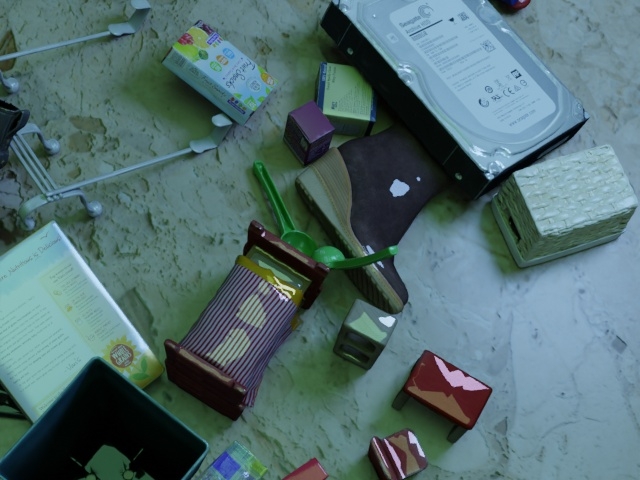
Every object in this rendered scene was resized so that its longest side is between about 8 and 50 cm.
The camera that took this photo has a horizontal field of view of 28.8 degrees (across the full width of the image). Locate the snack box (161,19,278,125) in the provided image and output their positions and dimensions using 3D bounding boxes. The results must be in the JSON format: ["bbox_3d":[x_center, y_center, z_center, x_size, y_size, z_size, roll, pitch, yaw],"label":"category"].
[{"bbox_3d":[-0.137,-0.231,1.709,0.141,0.037,0.100,38,37,-6],"label":"snack box"}]

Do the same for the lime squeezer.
[{"bbox_3d":[0.000,0.000,1.623,0.058,0.310,0.110,9,106,-40],"label":"lime squeezer"}]

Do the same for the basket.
[{"bbox_3d":[0.335,-0.049,1.702,0.167,0.103,0.113,-17,71,-13],"label":"basket"}]

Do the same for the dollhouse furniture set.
[{"bbox_3d":[0.014,0.166,1.549,0.374,0.152,0.201,30,68,5],"label":"dollhouse furniture set"}]

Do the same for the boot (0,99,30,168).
[{"bbox_3d":[-0.494,-0.102,1.549,0.262,0.091,0.229,15,105,9],"label":"boot"}]

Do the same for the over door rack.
[{"bbox_3d":[-0.316,-0.165,1.673,0.324,0.108,0.240,-27,74,-31],"label":"over door rack"}]

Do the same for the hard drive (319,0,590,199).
[{"bbox_3d":[0.191,-0.241,1.747,0.237,0.064,0.339,-30,74,-35],"label":"hard drive"}]

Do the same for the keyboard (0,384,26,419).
[{"bbox_3d":[-0.395,0.134,1.581,0.108,0.023,0.180,10,67,-11],"label":"keyboard"}]

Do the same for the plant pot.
[{"bbox_3d":[-0.243,0.274,1.430,0.165,0.234,0.165,37,69,8],"label":"plant pot"}]

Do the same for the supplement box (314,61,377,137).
[{"bbox_3d":[0.034,-0.196,1.745,0.083,0.056,0.083,7,68,-6],"label":"supplement box"}]

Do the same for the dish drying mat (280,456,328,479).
[{"bbox_3d":[-0.032,0.308,1.567,0.083,0.008,0.032,-33,75,-17],"label":"dish drying mat"}]

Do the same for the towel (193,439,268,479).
[{"bbox_3d":[-0.113,0.297,1.559,0.060,0.009,0.083,43,70,11],"label":"towel"}]

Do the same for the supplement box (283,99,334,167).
[{"bbox_3d":[-0.017,-0.146,1.704,0.043,0.083,0.055,-31,77,-17],"label":"supplement box"}]

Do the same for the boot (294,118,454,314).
[{"bbox_3d":[0.107,-0.043,1.676,0.206,0.090,0.248,-28,71,-14],"label":"boot"}]

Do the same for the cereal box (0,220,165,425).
[{"bbox_3d":[-0.333,0.120,1.550,0.173,0.047,0.240,-37,91,-20],"label":"cereal box"}]

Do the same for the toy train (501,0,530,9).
[{"bbox_3d":[0.302,-0.470,1.875,0.143,0.105,0.248,29,62,23],"label":"toy train"}]
